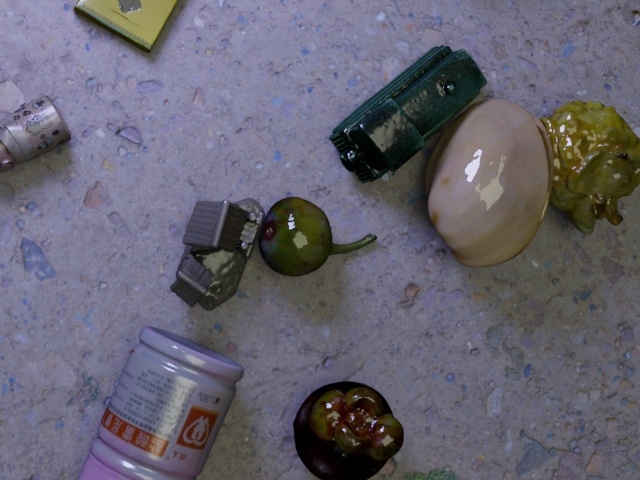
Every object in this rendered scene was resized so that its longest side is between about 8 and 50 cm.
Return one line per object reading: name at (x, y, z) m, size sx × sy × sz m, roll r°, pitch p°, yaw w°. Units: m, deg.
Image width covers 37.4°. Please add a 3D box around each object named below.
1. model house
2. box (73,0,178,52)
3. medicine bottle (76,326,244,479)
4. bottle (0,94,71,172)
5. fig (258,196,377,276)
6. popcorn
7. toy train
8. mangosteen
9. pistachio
model house at (-0.188, 0.013, 1.705) m, size 0.122 × 0.188 × 0.229 m, roll 23°, pitch 86°, yaw 1°
box at (-0.311, -0.498, 1.713) m, size 0.153 × 0.041 × 0.279 m, roll 29°, pitch 85°, yaw -15°
medicine bottle at (-0.284, 0.331, 1.670) m, size 0.202 × 0.202 × 0.316 m, roll 24°, pitch 85°, yaw -15°
bottle at (-0.520, -0.181, 1.641) m, size 0.152 × 0.099 × 0.099 m, roll -31°, pitch 100°, yaw -13°
fig at (0.000, 0.000, 1.794) m, size 0.245 × 0.149 × 0.149 m, roll 9°, pitch 90°, yaw -38°
popcorn at (0.532, -0.148, 1.875) m, size 0.233 × 0.192 × 0.266 m, roll -14°, pitch 91°, yaw -13°
toy train at (0.178, -0.242, 1.785) m, size 0.330 × 0.178 × 0.138 m, roll -40°, pitch 101°, yaw -9°
mangosteen at (0.047, 0.355, 1.762) m, size 0.209 × 0.210 × 0.210 m, roll -1°, pitch 92°, yaw -15°
pistachio at (0.319, -0.107, 1.804) m, size 0.237 × 0.229 × 0.321 m, roll 13°, pitch 92°, yaw 23°
